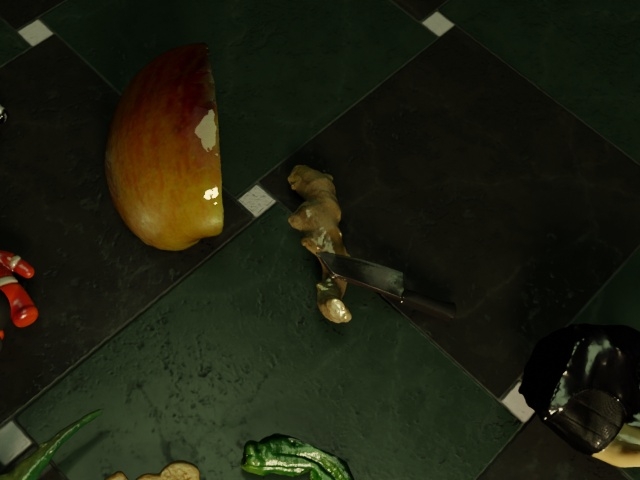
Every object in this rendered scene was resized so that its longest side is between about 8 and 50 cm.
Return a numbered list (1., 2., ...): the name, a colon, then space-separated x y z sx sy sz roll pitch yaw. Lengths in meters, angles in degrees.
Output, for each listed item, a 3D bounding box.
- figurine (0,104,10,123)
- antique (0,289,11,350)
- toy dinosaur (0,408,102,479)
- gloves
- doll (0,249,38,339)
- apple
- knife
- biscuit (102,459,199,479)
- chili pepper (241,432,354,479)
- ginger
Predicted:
1. figurine: -0.599 -0.231 1.324 0.228 0.112 0.137 26 57 -2
2. antique: -0.554 0.111 1.080 0.255 0.185 0.322 34 92 22
3. toy dinosaur: -0.409 0.408 1.005 0.447 0.087 0.301 -32 68 -13
4. gloves: 0.425 0.212 1.156 0.301 0.152 0.197 25 83 1
5. doll: -0.500 0.034 1.205 0.142 0.076 0.245 -34 74 -22
6. apple: -0.222 -0.159 1.292 0.254 0.179 0.346 -24 59 25
7. knife: 0.095 0.060 1.234 0.230 0.028 0.060 21 45 -17
8. biscuit: -0.206 0.393 1.058 0.212 0.041 0.239 -30 68 -26
9. chili pepper: -0.016 0.305 1.119 0.182 0.050 0.073 27 55 6
10. ginger: 0.000 0.000 1.273 0.089 0.075 0.288 2 57 -18
